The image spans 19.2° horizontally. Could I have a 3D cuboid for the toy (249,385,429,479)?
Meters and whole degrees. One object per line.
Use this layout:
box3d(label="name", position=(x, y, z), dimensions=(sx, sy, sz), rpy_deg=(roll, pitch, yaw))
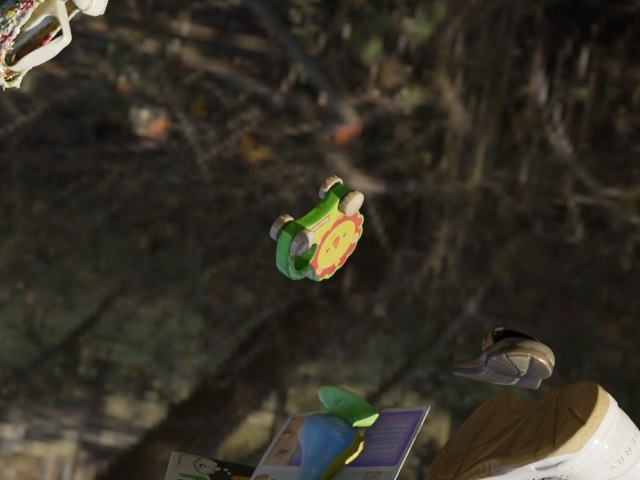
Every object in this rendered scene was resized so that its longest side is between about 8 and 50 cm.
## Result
box3d(label="toy", position=(-0.040, 0.183, 1.129), dimensions=(0.137, 0.237, 0.056), rpy_deg=(-9, 130, 50))

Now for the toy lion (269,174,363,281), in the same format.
box3d(label="toy lion", position=(0.000, 0.000, 1.603), dimensions=(0.034, 0.100, 0.096), rpy_deg=(34, 143, 25))

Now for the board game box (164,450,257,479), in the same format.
box3d(label="board game box", position=(-0.076, 0.321, 1.877), dimensions=(0.193, 0.053, 0.305), rpy_deg=(11, -157, -2))

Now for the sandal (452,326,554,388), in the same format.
box3d(label="sandal", position=(0.200, 0.119, 2.022), dimensions=(0.090, 0.060, 0.219), rpy_deg=(12, 167, -2))

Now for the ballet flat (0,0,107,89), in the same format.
box3d(label="ballet flat", position=(-0.269, -0.246, 1.975), dimensions=(0.241, 0.077, 0.091), rpy_deg=(-42, 156, 19))

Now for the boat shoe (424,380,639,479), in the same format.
box3d(label="boat shoe", position=(0.170, 0.180, 1.478), dimensions=(0.096, 0.098, 0.277), rpy_deg=(39, 161, -10))
